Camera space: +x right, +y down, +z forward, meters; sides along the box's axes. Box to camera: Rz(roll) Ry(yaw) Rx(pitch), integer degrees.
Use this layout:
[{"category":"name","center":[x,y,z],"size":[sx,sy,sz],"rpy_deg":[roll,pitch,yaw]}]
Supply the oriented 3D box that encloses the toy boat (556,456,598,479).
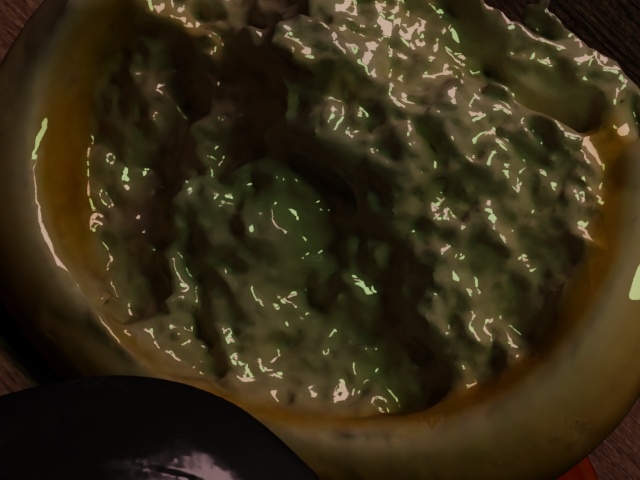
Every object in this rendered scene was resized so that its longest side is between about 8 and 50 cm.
[{"category":"toy boat","center":[0.103,0.168,1.288],"size":[0.145,0.133,0.332],"rpy_deg":[27,35,-55]}]

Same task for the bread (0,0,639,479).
[{"category":"bread","center":[0.010,-0.021,1.143],"size":[0.424,0.329,0.245],"rpy_deg":[19,13,13]}]

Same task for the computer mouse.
[{"category":"computer mouse","center":[-0.061,0.129,0.983],"size":[0.264,0.088,0.147],"rpy_deg":[30,3,-7]}]
